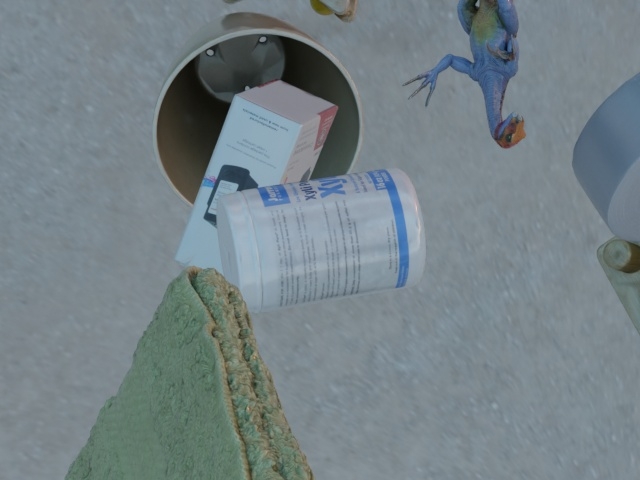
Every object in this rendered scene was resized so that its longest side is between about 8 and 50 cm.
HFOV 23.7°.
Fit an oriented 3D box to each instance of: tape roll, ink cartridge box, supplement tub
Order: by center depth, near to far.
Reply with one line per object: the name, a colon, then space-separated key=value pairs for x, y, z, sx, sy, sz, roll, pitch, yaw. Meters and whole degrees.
supplement tub: x=0.000 y=0.000 z=0.856 sx=0.107 sy=0.071 sz=0.071 roll=-9 pitch=73 yaw=-12
ink cartridge box: x=-0.060 y=-0.055 z=1.454 sx=0.072 sy=0.127 sz=0.175 roll=25 pitch=109 yaw=9
tape roll: x=0.355 y=-0.096 z=1.474 sx=0.219 sy=0.219 sz=0.072 roll=-31 pitch=59 yaw=4

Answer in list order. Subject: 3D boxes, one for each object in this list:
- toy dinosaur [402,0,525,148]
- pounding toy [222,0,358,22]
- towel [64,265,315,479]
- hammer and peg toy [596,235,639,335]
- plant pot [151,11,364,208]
toy dinosaur: x=0.080 y=-0.084 z=0.663 sx=0.047 sy=0.090 sz=0.082 roll=-2 pitch=111 yaw=50
pounding toy: x=-0.076 y=-0.379 z=2.025 sx=0.269 sy=0.155 sz=0.154 roll=30 pitch=94 yaw=9
towel: x=-0.042 y=0.082 z=0.454 sx=0.110 sy=0.027 sz=0.148 roll=-59 pitch=27 yaw=18
hammer and peg toy: x=0.497 y=0.100 z=1.754 sx=0.266 sy=0.127 sz=0.361 roll=-34 pitch=66 yaw=23
plant pot: x=-0.093 y=-0.188 z=1.948 sx=0.256 sy=0.274 sz=0.256 roll=-4 pitch=116 yaw=-8
